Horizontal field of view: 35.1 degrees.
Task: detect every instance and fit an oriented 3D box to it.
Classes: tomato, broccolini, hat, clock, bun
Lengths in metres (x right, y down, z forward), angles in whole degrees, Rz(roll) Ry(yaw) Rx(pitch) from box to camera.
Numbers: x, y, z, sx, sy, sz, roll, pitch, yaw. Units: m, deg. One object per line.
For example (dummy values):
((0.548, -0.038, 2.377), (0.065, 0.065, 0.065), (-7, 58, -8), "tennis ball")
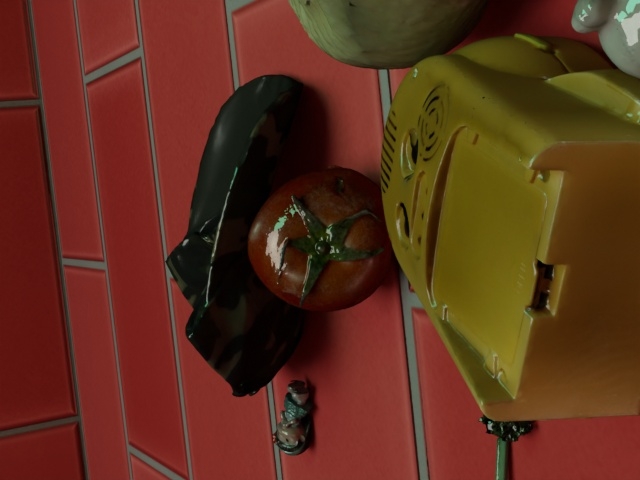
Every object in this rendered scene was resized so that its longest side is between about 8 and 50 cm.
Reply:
((0.000, 0.000, 1.139), (0.167, 0.167, 0.167), (25, 119, 58), "tomato")
((0.169, 0.082, 0.960), (0.042, 0.044, 0.218), (162, 105, -78), "broccolini")
((-0.075, -0.003, 1.317), (0.382, 0.257, 0.366), (-52, 22, 8), "hat")
((0.159, -0.036, 0.797), (0.317, 0.200, 0.244), (-127, 41, -56), "clock")
((0.051, -0.330, 0.866), (0.361, 0.213, 0.361), (163, 90, -86), "bun")

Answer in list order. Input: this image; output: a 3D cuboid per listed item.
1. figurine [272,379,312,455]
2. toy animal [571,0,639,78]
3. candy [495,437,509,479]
((-0.038, 0.241, 1.375), (0.060, 0.047, 0.106), (26, 117, 39), "figurine")
((0.291, -0.128, 0.544), (0.325, 0.154, 0.209), (9, 94, 49), "toy animal")
((0.167, 0.344, 1.003), (0.091, 0.083, 0.306), (7, 95, 57), "candy")
